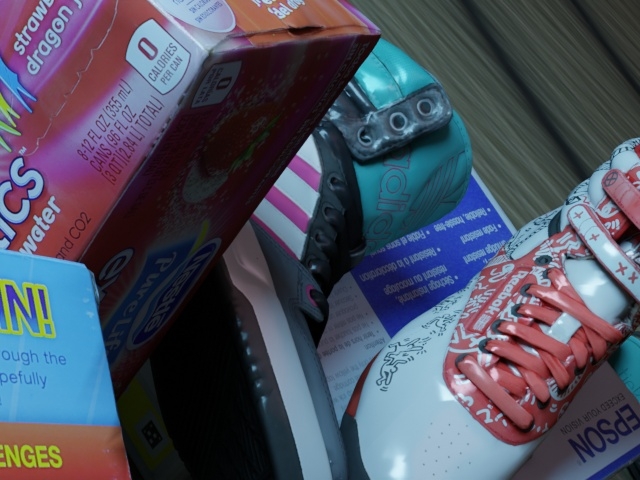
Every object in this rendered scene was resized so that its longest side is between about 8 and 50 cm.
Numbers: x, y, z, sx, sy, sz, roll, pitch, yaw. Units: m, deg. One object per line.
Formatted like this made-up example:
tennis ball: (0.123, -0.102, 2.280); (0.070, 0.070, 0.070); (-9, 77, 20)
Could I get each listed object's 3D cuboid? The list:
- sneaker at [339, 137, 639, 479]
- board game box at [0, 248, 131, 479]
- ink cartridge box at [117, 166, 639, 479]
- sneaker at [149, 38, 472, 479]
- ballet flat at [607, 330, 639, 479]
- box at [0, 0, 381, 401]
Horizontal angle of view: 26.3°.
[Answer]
sneaker: (0.116, 0.037, 0.694); (0.090, 0.145, 0.270); (47, 41, 3)
board game box: (-0.155, 0.138, 0.276); (0.308, 0.086, 0.302); (15, 55, -53)
ink cartridge box: (0.010, 0.044, 0.764); (0.303, 0.072, 0.307); (-18, 71, -45)
sneaker: (0.000, 0.000, 0.660); (0.178, 0.124, 0.295); (-5, 58, -27)
ballet flat: (0.292, 0.187, 1.024); (0.096, 0.095, 0.280); (35, 28, -47)
box: (-0.114, -0.018, 0.516); (0.128, 0.257, 0.122); (44, 28, 13)
